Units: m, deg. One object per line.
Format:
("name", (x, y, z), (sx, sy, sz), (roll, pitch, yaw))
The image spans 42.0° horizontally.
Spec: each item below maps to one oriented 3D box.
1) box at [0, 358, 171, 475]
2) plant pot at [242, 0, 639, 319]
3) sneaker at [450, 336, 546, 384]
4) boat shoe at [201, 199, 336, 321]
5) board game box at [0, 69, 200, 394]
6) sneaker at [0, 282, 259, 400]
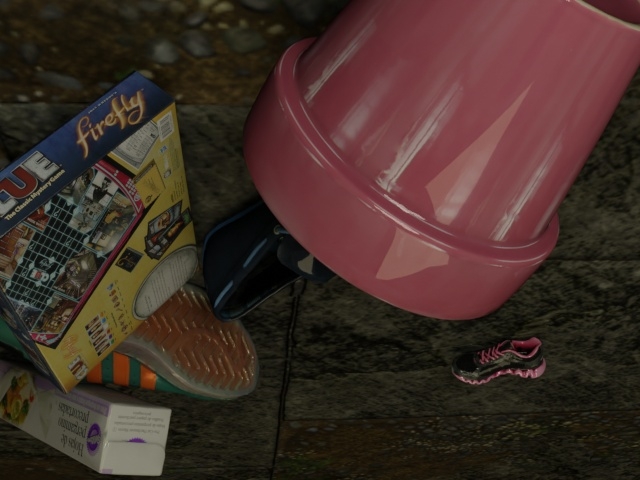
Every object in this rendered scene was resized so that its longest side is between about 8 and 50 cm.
("box", (-0.263, 0.176, 0.866), (0.067, 0.063, 0.324), (14, 172, -39))
("plant pot", (0.081, -0.086, 0.478), (0.201, 0.201, 0.180), (14, 130, -28))
("sneaker", (0.220, 0.143, 1.030), (0.119, 0.047, 0.057), (-8, 135, -1))
("boat shoe", (0.000, 0.000, 0.700), (0.109, 0.089, 0.258), (18, 143, -33))
("board game box", (-0.171, 0.006, 0.635), (0.042, 0.165, 0.243), (37, 154, 17))
("sneaker", (-0.201, 0.094, 0.838), (0.302, 0.108, 0.121), (29, 142, -36))
